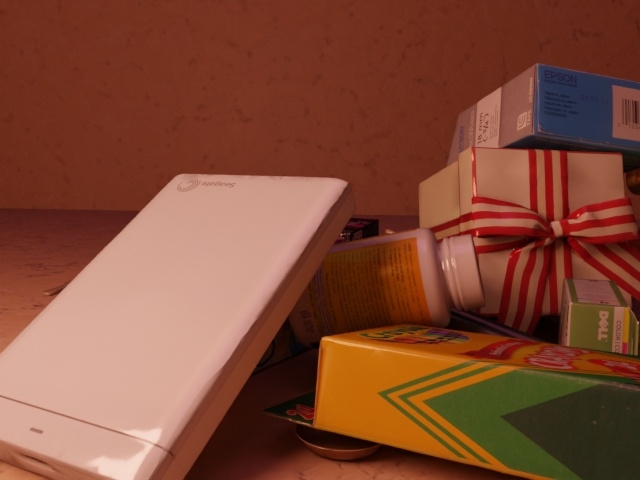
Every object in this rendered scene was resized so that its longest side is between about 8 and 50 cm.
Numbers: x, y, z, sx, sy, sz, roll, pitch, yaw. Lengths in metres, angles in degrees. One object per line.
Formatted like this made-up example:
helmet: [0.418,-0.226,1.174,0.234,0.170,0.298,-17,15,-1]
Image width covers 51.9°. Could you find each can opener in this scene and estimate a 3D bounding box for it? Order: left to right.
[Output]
can opener: [0.139,0.123,0.821,0.283,0.095,0.076,21,13,34]

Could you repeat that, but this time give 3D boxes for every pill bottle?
pill bottle: [0.074,0.053,0.754,0.215,0.117,0.117,-11,4,14]

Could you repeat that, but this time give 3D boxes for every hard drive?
hard drive: [-0.140,0.057,0.611,0.233,0.047,0.353,5,42,30]

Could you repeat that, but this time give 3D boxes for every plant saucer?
plant saucer: [0.019,0.173,0.578,0.083,0.015,0.083,1,7,0]

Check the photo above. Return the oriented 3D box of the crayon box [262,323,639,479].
crayon box: [0.135,0.129,0.571,0.318,0.081,0.202,4,-1,26]

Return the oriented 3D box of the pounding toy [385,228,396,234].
pounding toy: [0.216,0.033,1.344,0.130,0.100,0.141,-1,8,-17]

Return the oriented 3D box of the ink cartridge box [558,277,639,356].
ink cartridge box: [0.297,0.112,0.716,0.062,0.109,0.209,3,8,17]

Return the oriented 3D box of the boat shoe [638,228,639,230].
boat shoe: [0.625,0.045,1.339,0.307,0.111,0.104,-10,12,-5]

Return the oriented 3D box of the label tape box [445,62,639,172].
label tape box: [0.347,-0.154,1.044,0.240,0.106,0.333,6,-9,-15]

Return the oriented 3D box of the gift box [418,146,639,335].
gift box: [0.297,0.018,0.947,0.255,0.276,0.258,-4,-7,-11]

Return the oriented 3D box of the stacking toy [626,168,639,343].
stacking toy: [0.529,0.004,0.977,0.130,0.309,0.279,17,25,-3]

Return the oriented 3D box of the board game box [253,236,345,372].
board game box: [-0.097,0.072,0.841,0.142,0.144,0.275,6,10,32]

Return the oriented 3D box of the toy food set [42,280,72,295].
toy food set: [-0.391,0.074,1.192,0.192,0.038,0.132,2,8,7]

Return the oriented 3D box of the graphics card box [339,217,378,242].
graphics card box: [0.000,0.000,1.608,0.233,0.094,0.371,3,9,15]
